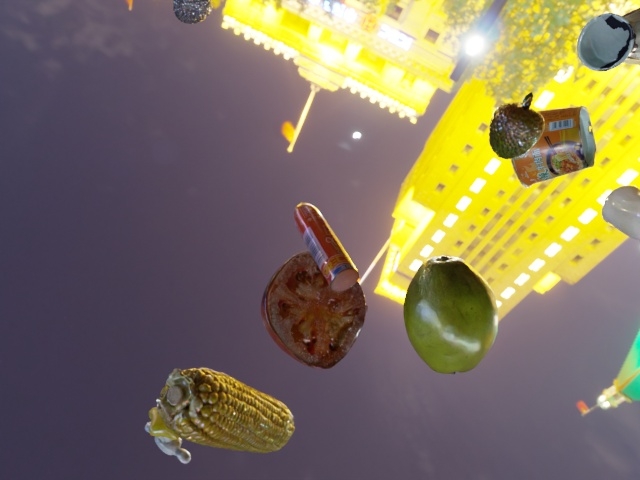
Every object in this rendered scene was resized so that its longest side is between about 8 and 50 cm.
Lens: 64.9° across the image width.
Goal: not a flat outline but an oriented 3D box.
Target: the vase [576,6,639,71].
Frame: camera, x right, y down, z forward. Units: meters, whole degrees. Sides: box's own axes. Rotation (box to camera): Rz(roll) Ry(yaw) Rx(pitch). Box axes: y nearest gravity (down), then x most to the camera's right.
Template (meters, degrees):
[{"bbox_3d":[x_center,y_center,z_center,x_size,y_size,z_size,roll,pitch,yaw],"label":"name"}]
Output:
[{"bbox_3d":[0.725,-0.457,1.129,0.360,0.165,0.165,-20,-120,-30],"label":"vase"}]

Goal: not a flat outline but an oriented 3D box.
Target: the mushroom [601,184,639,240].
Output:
[{"bbox_3d":[0.842,-0.030,1.101,0.315,0.315,0.356,32,-158,5],"label":"mushroom"}]

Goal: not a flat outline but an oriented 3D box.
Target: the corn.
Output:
[{"bbox_3d":[-0.182,0.364,1.043,0.387,0.144,0.143,50,-163,-50],"label":"corn"}]

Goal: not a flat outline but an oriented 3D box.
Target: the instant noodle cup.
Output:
[{"bbox_3d":[0.661,-0.277,1.429,0.230,0.182,0.230,11,-104,-48],"label":"instant noodle cup"}]

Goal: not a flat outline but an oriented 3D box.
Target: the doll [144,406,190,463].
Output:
[{"bbox_3d":[-0.317,0.411,1.051,0.135,0.113,0.071,45,-139,19],"label":"doll"}]

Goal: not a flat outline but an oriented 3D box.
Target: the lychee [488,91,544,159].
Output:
[{"bbox_3d":[0.416,-0.244,1.076,0.114,0.146,0.114,13,-147,-9],"label":"lychee"}]

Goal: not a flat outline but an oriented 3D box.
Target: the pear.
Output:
[{"bbox_3d":[0.289,0.166,1.126,0.212,0.212,0.269,-7,-85,-34],"label":"pear"}]

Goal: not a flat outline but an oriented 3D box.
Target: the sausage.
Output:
[{"bbox_3d":[0.000,0.000,1.156,0.074,0.074,0.274,-1,-140,-30],"label":"sausage"}]

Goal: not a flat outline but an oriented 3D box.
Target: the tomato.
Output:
[{"bbox_3d":[-0.038,0.202,1.479,0.339,0.144,0.338,12,-113,-29],"label":"tomato"}]

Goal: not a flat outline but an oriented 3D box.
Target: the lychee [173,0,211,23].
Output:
[{"bbox_3d":[-0.237,-0.443,0.936,0.067,0.068,0.083,44,-95,4],"label":"lychee"}]
